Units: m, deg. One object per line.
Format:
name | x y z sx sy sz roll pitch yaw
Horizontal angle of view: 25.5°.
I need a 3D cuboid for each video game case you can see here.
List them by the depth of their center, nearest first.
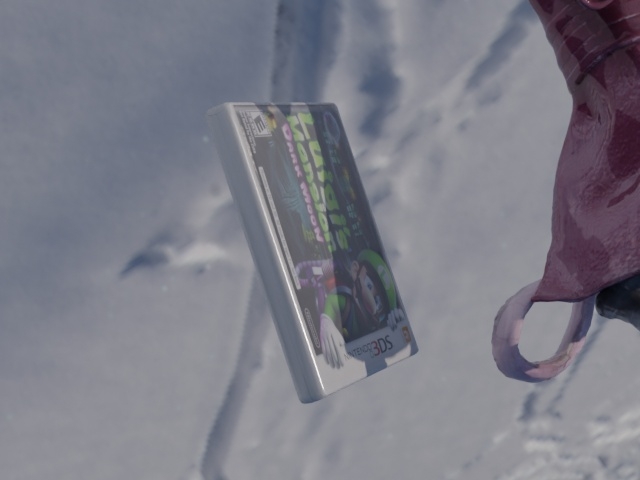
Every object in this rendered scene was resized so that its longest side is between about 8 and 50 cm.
video game case | 0.000 0.000 0.934 0.022 0.190 0.173 -20 177 23

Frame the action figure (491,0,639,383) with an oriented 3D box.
action figure | 0.206 -0.126 0.948 0.276 0.370 0.248 -30 166 30
